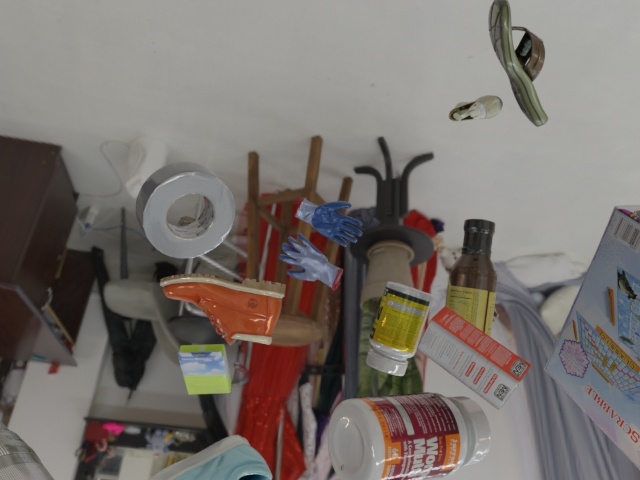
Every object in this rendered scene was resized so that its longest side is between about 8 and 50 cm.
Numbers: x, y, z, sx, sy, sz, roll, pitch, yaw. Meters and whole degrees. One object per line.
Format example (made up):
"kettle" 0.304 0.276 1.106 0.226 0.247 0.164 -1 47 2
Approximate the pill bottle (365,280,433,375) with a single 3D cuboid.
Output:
"pill bottle" 0.188 0.214 1.342 0.119 0.208 0.119 18 179 0

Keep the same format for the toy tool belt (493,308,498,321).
"toy tool belt" 0.409 0.191 1.378 0.052 0.051 0.083 4 139 -31

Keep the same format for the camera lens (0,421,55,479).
"camera lens" -0.451 0.407 0.734 0.274 0.219 0.219 38 161 23

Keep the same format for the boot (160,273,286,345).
"boot" -0.126 0.083 0.675 0.158 0.084 0.059 8 175 9

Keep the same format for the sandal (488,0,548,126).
"sandal" 0.429 -0.377 1.154 0.086 0.120 0.303 -26 126 19

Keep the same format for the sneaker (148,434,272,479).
"sneaker" -0.250 0.538 1.132 0.150 0.366 0.135 24 122 35

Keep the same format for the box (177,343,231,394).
"box" -0.283 0.313 1.352 0.109 0.042 0.178 -2 132 -2

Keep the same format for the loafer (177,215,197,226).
"loafer" -0.356 -0.036 1.599 0.056 0.050 0.148 -32 143 19

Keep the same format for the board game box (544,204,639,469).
"board game box" 0.479 0.162 0.748 0.066 0.318 0.318 -4 122 -20

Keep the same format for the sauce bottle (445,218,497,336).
"sauce bottle" 0.342 0.125 1.247 0.111 0.344 0.111 10 174 1

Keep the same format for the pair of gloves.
"pair of gloves" 0.000 0.000 1.172 0.159 0.198 0.023 27 -170 19

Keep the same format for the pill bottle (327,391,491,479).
"pill bottle" 0.131 0.282 0.791 0.221 0.121 0.121 5 155 -30

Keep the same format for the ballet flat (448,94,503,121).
"ballet flat" 0.365 -0.306 1.311 0.057 0.052 0.168 59 166 -14

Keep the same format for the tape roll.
"tape roll" -0.313 -0.070 1.289 0.219 0.219 0.072 33 -175 -41

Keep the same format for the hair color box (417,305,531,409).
"hair color box" 0.214 0.165 0.779 0.141 0.043 0.072 36 136 24
